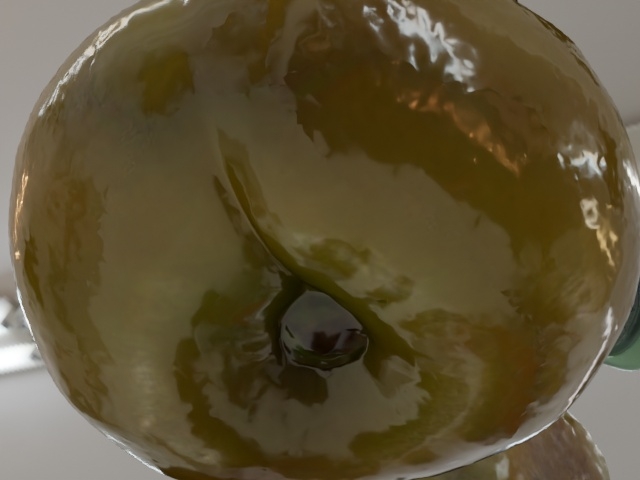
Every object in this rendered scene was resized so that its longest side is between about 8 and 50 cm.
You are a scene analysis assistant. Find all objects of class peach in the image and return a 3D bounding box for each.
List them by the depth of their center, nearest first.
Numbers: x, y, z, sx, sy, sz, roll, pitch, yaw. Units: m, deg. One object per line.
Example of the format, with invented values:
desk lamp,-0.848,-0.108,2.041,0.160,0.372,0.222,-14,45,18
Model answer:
peach,0.000,0.000,0.458,0.251,0.153,0.251,-1,-50,-1

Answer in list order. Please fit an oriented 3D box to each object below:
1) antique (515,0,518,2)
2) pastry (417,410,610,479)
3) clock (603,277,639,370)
antique,0.234,-0.275,1.618,0.093,0.310,0.087,-12,-22,-13
pastry,0.179,0.358,1.426,0.312,0.388,0.388,-25,-63,35
clock,0.354,0.077,1.483,0.211,0.159,0.066,13,1,-37
